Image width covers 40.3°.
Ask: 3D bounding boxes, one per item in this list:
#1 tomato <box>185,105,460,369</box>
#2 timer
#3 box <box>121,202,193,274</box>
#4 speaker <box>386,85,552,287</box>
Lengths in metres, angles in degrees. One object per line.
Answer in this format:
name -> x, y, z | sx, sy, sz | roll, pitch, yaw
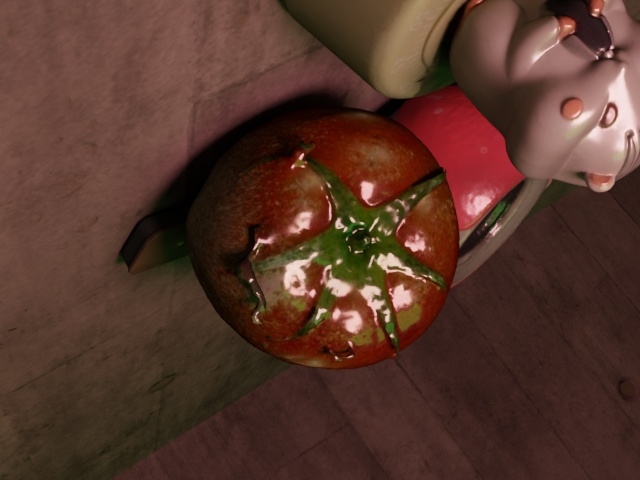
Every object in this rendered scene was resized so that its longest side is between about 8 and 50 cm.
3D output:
tomato -> 0.000, 0.000, 1.001 | 0.303, 0.303, 0.239 | -31, -168, -17
timer -> 0.167, -0.182, 0.734 | 0.291, 0.315, 0.291 | -33, 164, -11
box -> -0.178, -0.007, 1.060 | 0.126, 0.031, 0.091 | -22, 160, -44
speaker -> 0.183, -0.076, 1.196 | 0.294, 0.294, 0.294 | -33, 165, -10
